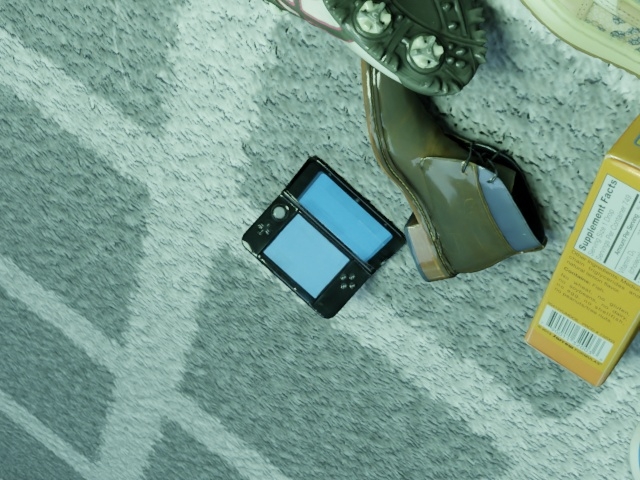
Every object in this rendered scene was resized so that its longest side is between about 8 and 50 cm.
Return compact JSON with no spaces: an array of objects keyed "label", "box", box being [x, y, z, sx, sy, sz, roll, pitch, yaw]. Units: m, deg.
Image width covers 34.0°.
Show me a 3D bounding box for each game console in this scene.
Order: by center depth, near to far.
[{"label":"game console","box":[0.000,0.000,1.006,0.122,0.107,0.071,42,174,0]}]

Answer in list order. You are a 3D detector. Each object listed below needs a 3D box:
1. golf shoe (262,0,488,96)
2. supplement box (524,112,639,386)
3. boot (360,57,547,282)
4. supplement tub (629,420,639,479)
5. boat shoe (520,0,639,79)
[{"label":"golf shoe","box":[0.009,-0.202,0.767,0.273,0.105,0.120,45,162,6]},{"label":"supplement box","box":[0.228,0.010,0.783,0.080,0.078,0.233,34,145,17]},{"label":"boot","box":[0.107,-0.071,0.839,0.106,0.082,0.219,-10,119,24]},{"label":"supplement tub","box":[0.325,0.185,0.886,0.107,0.071,0.071,-6,124,47]},{"label":"boat shoe","box":[0.211,-0.145,0.617,0.285,0.104,0.089,37,139,-3]}]
